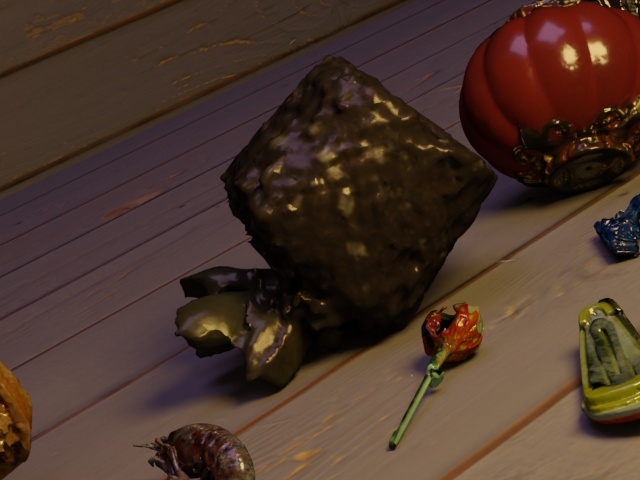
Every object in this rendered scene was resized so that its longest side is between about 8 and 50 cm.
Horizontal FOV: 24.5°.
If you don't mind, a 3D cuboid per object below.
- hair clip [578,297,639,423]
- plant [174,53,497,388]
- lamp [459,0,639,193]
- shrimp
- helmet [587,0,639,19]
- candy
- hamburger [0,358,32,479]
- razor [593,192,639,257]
[{"bbox_3d":[0.210,0.090,1.056,0.060,0.033,0.188,-21,16,10],"label":"hair clip"},{"bbox_3d":[0.000,0.000,1.379,0.312,0.213,0.215,-57,14,4],"label":"plant"},{"bbox_3d":[0.257,-0.160,1.562,0.227,0.227,0.227,-20,14,5],"label":"lamp"},{"bbox_3d":[-0.097,0.173,1.140,0.057,0.065,0.165,8,-7,-30],"label":"shrimp"},{"bbox_3d":[0.375,-0.290,1.939,0.193,0.189,0.216,-17,6,6],"label":"helmet"},{"bbox_3d":[0.087,0.108,1.172,0.055,0.049,0.184,-49,3,38],"label":"candy"},{"bbox_3d":[-0.372,0.161,1.243,0.260,0.245,0.211,17,28,27],"label":"hamburger"},{"bbox_3d":[0.404,-0.066,1.329,0.324,0.056,0.093,-19,12,6],"label":"razor"}]
